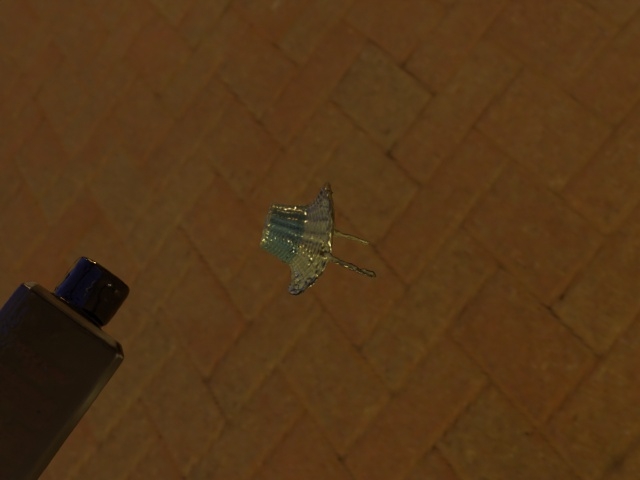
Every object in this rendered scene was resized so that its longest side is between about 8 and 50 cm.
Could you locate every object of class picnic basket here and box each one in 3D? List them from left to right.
[{"bbox_3d":[0.000,0.000,0.945,0.065,0.083,0.083,-90,16,-75],"label":"picnic basket"}]

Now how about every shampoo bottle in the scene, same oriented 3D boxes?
[{"bbox_3d":[-0.205,0.118,0.836,0.246,0.080,0.079,-55,11,-15],"label":"shampoo bottle"}]
